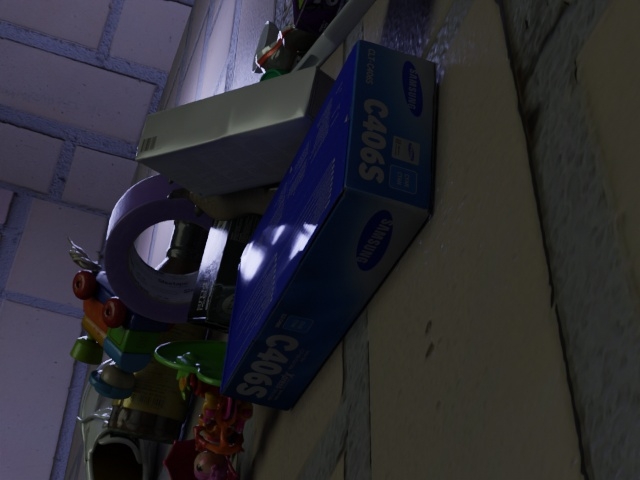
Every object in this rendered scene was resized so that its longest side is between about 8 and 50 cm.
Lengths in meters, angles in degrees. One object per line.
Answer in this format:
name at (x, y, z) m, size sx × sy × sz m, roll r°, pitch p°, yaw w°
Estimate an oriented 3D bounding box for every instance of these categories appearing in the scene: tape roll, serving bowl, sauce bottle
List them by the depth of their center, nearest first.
tape roll at (-0.190, 0.011, 1.658) m, size 0.080 × 0.189 × 0.189 m, roll -97°, pitch 26°, yaw -62°
sauce bottle at (-0.216, 0.121, 1.821) m, size 0.111 × 0.111 × 0.344 m, roll 151°, pitch 134°, yaw -73°
serving bowl at (-0.081, -0.296, 1.934) m, size 0.083 × 0.027 × 0.083 m, roll -164°, pitch 90°, yaw -78°

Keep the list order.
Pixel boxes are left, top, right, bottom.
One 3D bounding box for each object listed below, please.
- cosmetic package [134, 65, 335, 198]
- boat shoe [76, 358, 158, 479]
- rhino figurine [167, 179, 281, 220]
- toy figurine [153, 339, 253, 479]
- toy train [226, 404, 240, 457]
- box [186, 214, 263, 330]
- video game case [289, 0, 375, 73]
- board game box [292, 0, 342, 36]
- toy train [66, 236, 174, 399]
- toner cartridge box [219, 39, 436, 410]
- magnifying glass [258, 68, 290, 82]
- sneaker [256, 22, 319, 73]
cosmetic package at (-0.065, -0.102, 1.228) m, size 0.239 × 0.099 × 0.060 m, roll -9°, pitch 59°, yaw 41°
boat shoe at (-0.309, 0.316, 1.919) m, size 0.156 × 0.136 × 0.367 m, roll 120°, pitch 159°, yaw -47°
rhino figurine at (-0.083, -0.071, 1.356) m, size 0.243 × 0.073 × 0.106 m, roll -1°, pitch 70°, yaw 39°
toy figurine at (-0.110, 0.201, 1.304) m, size 0.173 × 0.130 × 0.159 m, roll -154°, pitch 68°, yaw -68°
toy train at (-0.106, 0.219, 1.418) m, size 0.036 × 0.027 × 0.158 m, roll 125°, pitch 159°, yaw -84°
box at (-0.090, 0.020, 1.470) m, size 0.147 × 0.078 × 0.180 m, roll 167°, pitch 118°, yaw -75°
video game case at (0.040, -0.229, 1.191) m, size 0.190 × 0.022 × 0.173 m, roll -53°, pitch 7°, yaw -18°
board game box at (0.048, -0.436, 1.491) m, size 0.208 × 0.056 × 0.346 m, roll -101°, pitch 32°, yaw -55°
toy train at (-0.318, 0.110, 1.778) m, size 0.248 × 0.105 × 0.143 m, roll 34°, pitch 108°, yaw 44°
toner cartridge box at (0.000, 0.000, 1.117) m, size 0.348 × 0.075 × 0.165 m, roll 122°, pitch 158°, yaw -51°
magnifying glass at (-0.073, -0.120, 1.645) m, size 0.092 × 0.026 × 0.231 m, roll 53°, pitch 135°, yaw 41°
sneaker at (-0.027, -0.239, 1.616) m, size 0.158 × 0.061 × 0.064 m, roll -30°, pitch 78°, yaw 61°
